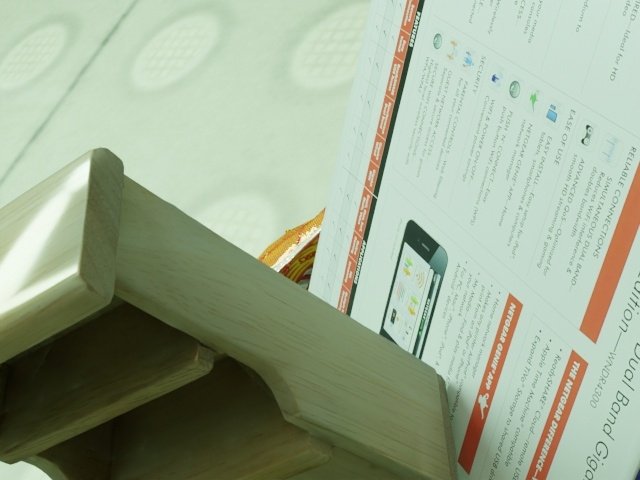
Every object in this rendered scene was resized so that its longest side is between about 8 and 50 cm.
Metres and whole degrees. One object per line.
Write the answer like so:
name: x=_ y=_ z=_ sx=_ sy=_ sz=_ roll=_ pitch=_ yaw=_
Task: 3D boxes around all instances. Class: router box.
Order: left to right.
router box: x=0.119 y=-0.034 z=0.541 sx=0.082 sy=0.335 sz=0.301 roll=-3 pitch=30 yaw=-28

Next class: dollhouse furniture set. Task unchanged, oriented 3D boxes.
dollhouse furniture set: x=-0.060 y=0.206 z=0.398 sx=0.362 sy=0.256 sz=0.394 roll=-28 pitch=47 yaw=30

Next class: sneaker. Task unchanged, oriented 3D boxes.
sneaker: x=0.000 y=0.000 z=0.777 sx=0.175 sy=0.064 sz=0.067 roll=-35 pitch=30 yaw=0
